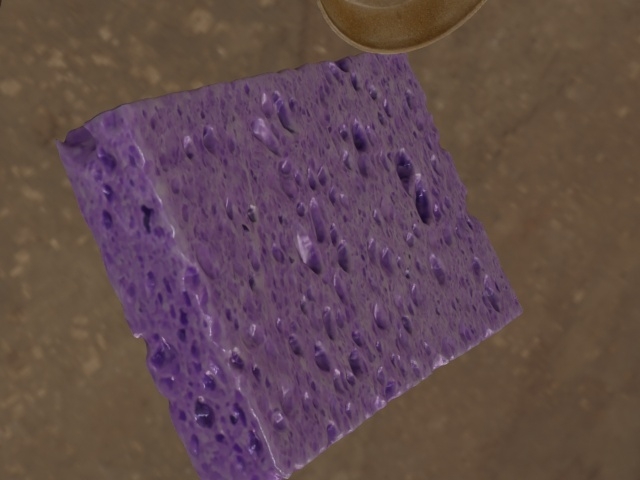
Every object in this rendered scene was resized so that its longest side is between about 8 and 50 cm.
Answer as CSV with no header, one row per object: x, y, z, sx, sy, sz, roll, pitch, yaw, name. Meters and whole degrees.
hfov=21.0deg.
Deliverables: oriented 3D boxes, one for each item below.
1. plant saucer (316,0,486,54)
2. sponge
0.029,-0.100,0.549,0.083,0.015,0.083,-21,131,-25,plant saucer
0.000,0.000,0.579,0.210,0.031,0.117,-24,91,-63,sponge
